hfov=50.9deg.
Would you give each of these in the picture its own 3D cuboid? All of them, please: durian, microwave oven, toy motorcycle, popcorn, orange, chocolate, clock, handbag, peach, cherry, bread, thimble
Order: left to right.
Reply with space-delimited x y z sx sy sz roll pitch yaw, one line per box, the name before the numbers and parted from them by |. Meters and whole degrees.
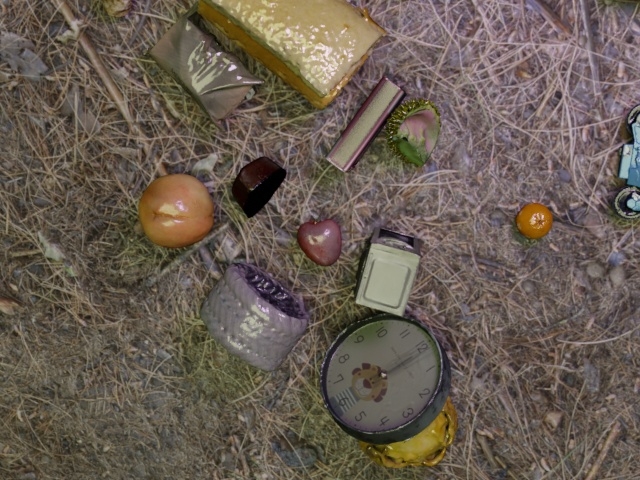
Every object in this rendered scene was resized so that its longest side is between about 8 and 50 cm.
peach | -0.343 -0.067 1.592 0.184 0.184 0.184 1 101 7
handbag | -0.262 -0.402 1.543 0.270 0.117 0.182 46 108 1
chocolate | -0.164 -0.133 1.590 0.080 0.125 0.149 43 108 15
thimble | -0.156 0.177 1.600 0.245 0.217 0.157 40 100 15
bread | -0.061 -0.485 1.461 0.375 0.165 0.236 40 76 0
cherry | 0.004 0.000 1.602 0.106 0.087 0.126 -34 92 17
clock | 0.144 0.312 1.551 0.312 0.313 0.061 -21 139 11
microwave oven | 0.149 0.064 1.535 0.129 0.205 0.163 17 102 4
popcorn | 0.206 0.428 1.610 0.250 0.190 0.250 0 93 -10
durian | 0.193 -0.250 1.481 0.095 0.220 0.137 26 91 23
orange | 0.488 -0.045 1.536 0.083 0.070 0.083 1 99 3
toy motorcycle | 0.743 -0.173 1.453 0.182 0.123 0.272 7 103 17

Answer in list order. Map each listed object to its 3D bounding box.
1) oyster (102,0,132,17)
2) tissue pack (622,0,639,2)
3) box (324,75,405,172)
oyster | -0.474 -0.677 1.536 0.166 0.094 0.294 -21 92 20
tissue pack | 0.689 -0.611 1.367 0.159 0.125 0.234 10 102 6
box | 0.105 -0.261 1.521 0.069 0.120 0.224 38 105 3
